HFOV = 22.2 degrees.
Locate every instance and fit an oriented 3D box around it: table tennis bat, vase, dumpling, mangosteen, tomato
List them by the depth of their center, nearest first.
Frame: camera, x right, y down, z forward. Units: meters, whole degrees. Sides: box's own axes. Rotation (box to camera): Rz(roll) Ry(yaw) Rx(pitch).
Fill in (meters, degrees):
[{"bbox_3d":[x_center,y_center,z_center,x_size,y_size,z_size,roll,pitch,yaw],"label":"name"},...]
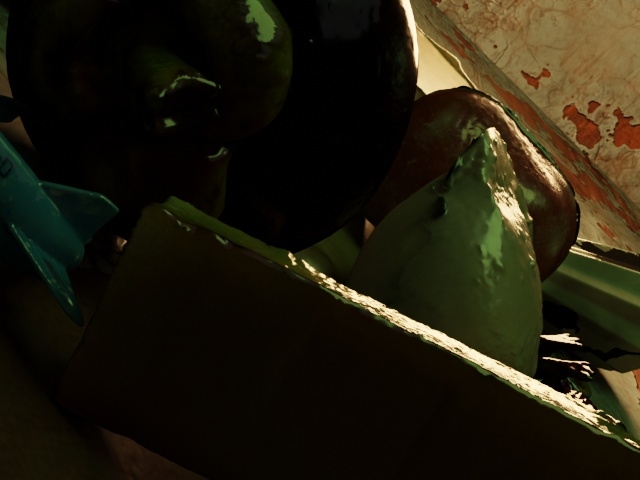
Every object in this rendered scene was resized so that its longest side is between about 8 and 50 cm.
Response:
[{"bbox_3d":[-0.084,-0.129,1.159,0.307,0.307,0.347,48,15,5],"label":"mangosteen"},{"bbox_3d":[0.127,0.058,1.371,0.175,0.243,0.227,48,7,32],"label":"dumpling"},{"bbox_3d":[0.125,-0.023,1.521,0.214,0.181,0.155,40,33,2],"label":"tomato"},{"bbox_3d":[0.280,0.150,1.937,0.100,0.019,0.155,51,14,15],"label":"table tennis bat"},{"bbox_3d":[0.308,0.055,2.010,0.360,0.165,0.165,24,27,-46],"label":"vase"}]

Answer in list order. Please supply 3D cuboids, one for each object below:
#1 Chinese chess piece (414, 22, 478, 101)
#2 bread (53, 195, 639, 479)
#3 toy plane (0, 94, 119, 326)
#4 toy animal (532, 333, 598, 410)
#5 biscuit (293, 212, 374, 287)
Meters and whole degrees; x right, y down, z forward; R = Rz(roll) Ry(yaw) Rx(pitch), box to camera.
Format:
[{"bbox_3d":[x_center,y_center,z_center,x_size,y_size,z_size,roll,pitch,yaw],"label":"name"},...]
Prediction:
[{"bbox_3d":[0.091,-0.177,2.036,0.338,0.140,0.338,40,16,-14],"label":"Chinese chess piece"},{"bbox_3d":[0.034,0.112,0.976,0.361,0.138,0.077,27,12,0],"label":"bread"},{"bbox_3d":[-0.235,-0.063,0.964,0.271,0.105,0.254,39,16,-21],"label":"toy plane"},{"bbox_3d":[0.222,0.178,1.623,0.218,0.116,0.179,-115,-175,-62],"label":"toy animal"},{"bbox_3d":[0.000,0.000,1.503,0.237,0.062,0.291,55,17,27],"label":"biscuit"}]
